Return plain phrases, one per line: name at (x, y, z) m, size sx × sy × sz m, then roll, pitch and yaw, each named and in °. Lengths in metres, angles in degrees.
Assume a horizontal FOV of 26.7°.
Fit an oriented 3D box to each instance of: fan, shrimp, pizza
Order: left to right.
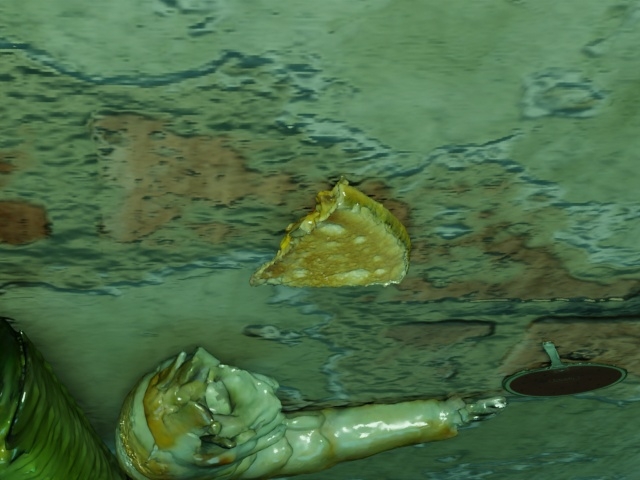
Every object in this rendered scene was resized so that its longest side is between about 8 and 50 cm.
shrimp at (-0.030, 0.131, 0.885) m, size 0.185 × 0.068 × 0.287 m, roll -21°, pitch 154°, yaw 40°
pizza at (0.000, -0.001, 0.624) m, size 0.078 × 0.025 × 0.083 m, roll -15°, pitch 149°, yaw 14°
fan at (0.159, 0.087, 0.893) m, size 0.085 × 0.005 × 0.133 m, roll -9°, pitch 158°, yaw 13°

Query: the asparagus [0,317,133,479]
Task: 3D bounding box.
asparagus at (-0.189, 0.133, 0.811) m, size 0.128 × 0.108 × 0.382 m, roll 25°, pitch 159°, yaw 11°
